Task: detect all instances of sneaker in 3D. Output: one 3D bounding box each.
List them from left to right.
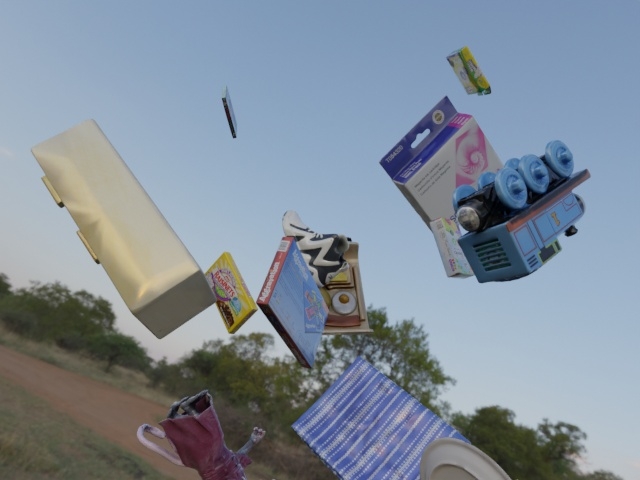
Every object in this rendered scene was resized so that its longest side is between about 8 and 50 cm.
[{"bbox_3d":[0.000,0.000,1.206,0.153,0.235,0.094,-25,-34,8],"label":"sneaker"}]

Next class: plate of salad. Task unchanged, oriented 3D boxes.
[{"bbox_3d":[0.216,0.366,0.641,0.048,0.200,0.200,-13,0,-33],"label":"plate of salad"}]

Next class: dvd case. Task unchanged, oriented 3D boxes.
[{"bbox_3d":[-0.248,-0.352,1.279,0.013,0.087,0.119,-11,-51,0],"label":"dvd case"}]

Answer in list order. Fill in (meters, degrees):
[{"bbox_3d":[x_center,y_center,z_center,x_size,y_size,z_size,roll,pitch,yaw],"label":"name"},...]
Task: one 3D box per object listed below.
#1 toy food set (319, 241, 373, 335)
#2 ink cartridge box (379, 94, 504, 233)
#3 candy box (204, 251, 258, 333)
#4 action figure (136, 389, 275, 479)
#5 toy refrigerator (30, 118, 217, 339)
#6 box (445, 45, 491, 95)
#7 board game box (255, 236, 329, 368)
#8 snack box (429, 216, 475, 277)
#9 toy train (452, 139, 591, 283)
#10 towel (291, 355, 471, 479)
[{"bbox_3d":[0.020,0.131,1.323,0.219,0.306,0.092,-1,-38,-5],"label":"toy food set"},{"bbox_3d":[0.398,-0.229,1.477,0.330,0.324,0.071,48,-10,-21],"label":"ink cartridge box"},{"bbox_3d":[-0.246,0.138,1.260,0.027,0.105,0.206,24,27,-53],"label":"candy box"},{"bbox_3d":[-0.263,0.568,1.162,0.370,0.275,0.248,61,-9,3],"label":"action figure"},{"bbox_3d":[-0.246,-0.016,0.580,0.269,0.094,0.102,50,-18,21],"label":"toy refrigerator"},{"bbox_3d":[0.503,-0.562,1.583,0.179,0.043,0.105,51,1,-15],"label":"box"},{"bbox_3d":[-0.045,0.133,0.937,0.027,0.145,0.281,6,-35,22],"label":"board game box"},{"bbox_3d":[0.317,0.020,1.123,0.037,0.141,0.100,-26,-21,35],"label":"snack box"},{"bbox_3d":[0.214,-0.033,0.489,0.080,0.184,0.105,-23,-87,57],"label":"toy train"},{"bbox_3d":[0.123,0.426,1.018,0.336,0.243,0.040,31,-27,39],"label":"towel"}]
